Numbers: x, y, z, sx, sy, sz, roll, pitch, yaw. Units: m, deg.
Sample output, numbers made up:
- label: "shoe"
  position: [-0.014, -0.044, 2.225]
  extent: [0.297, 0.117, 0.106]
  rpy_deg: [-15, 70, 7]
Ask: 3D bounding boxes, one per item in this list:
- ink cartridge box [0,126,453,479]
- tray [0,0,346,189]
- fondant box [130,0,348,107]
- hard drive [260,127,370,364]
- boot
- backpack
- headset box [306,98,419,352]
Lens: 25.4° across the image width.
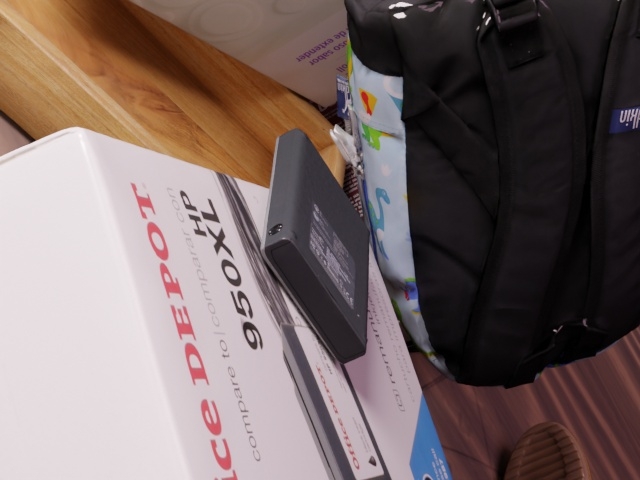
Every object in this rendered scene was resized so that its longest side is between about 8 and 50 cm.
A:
- label: "ink cartridge box"
  position: [-0.068, 0.119, 0.844]
  extent: [0.395, 0.166, 0.286]
  rpy_deg: [14, 54, -67]
- label: "tray"
  position: [-0.141, -0.125, 1.087]
  extent: [0.411, 0.076, 0.203]
  rpy_deg: [45, 35, -30]
- label: "fondant box"
  position: [-0.013, -0.243, 1.065]
  extent: [0.330, 0.238, 0.096]
  rpy_deg: [22, 48, -48]
- label: "hard drive"
  position: [0.000, 0.000, 0.876]
  extent: [0.094, 0.022, 0.135]
  rpy_deg: [56, 20, -26]
- label: "boot"
  position: [0.253, 0.320, 1.362]
  extent: [0.207, 0.090, 0.248]
  rpy_deg: [49, 30, -45]
- label: "backpack"
  position: [0.149, -0.061, 1.071]
  extent: [0.273, 0.290, 0.356]
  rpy_deg: [-139, -145, -61]
- label: "headset box"
  position: [0.103, -0.048, 1.361]
  extent: [0.218, 0.110, 0.293]
  rpy_deg: [1, 66, -57]
